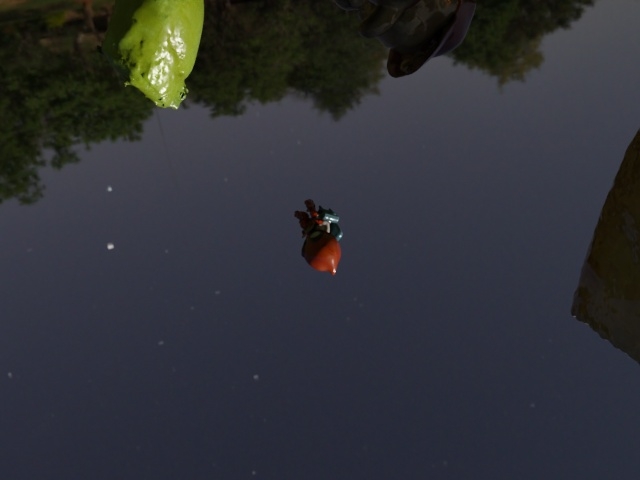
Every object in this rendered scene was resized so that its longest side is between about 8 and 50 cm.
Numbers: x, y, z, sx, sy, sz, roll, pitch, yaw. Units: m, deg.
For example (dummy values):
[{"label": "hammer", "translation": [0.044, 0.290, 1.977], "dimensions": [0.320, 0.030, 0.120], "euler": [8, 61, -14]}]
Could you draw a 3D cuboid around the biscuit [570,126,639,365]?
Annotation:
[{"label": "biscuit", "translation": [0.492, 0.008, 0.866], "dimensions": [0.104, 0.445, 0.429], "euler": [3, -155, -18]}]

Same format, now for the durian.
[{"label": "durian", "translation": [-0.359, -0.480, 1.552], "dimensions": [0.205, 0.339, 0.256], "euler": [0, -150, -38]}]

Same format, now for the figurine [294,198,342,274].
[{"label": "figurine", "translation": [0.000, 0.000, 1.252], "dimensions": [0.075, 0.068, 0.140], "euler": [21, -140, -31]}]

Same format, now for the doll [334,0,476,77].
[{"label": "doll", "translation": [0.109, -0.332, 0.966], "dimensions": [0.152, 0.196, 0.256], "euler": [29, -179, 35]}]
